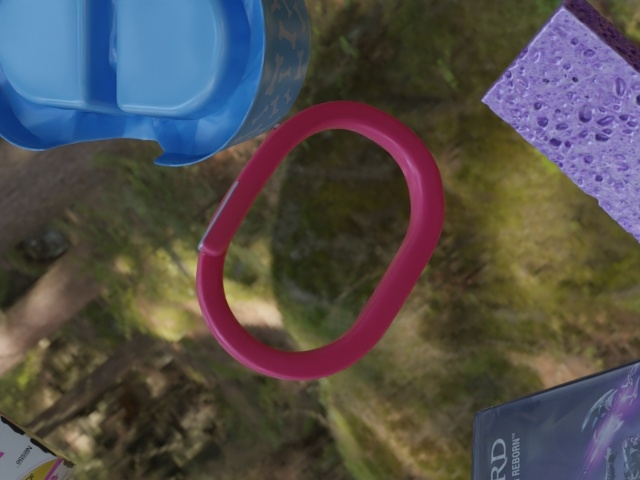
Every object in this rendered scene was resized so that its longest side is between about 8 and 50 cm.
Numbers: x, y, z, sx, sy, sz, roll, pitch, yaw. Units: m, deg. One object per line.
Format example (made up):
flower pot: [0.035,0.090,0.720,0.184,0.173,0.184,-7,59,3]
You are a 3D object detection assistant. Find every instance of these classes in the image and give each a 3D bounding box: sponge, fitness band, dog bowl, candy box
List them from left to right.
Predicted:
candy box: [-0.434,0.266,1.464,0.233,0.159,0.071,30,169,15]
dog bowl: [-0.132,-0.143,0.868,0.297,0.166,0.074,8,-169,37]
fitness band: [0.000,0.000,1.228,0.209,0.291,0.054,34,168,-8]
sponge: [0.235,-0.082,0.951,0.210,0.117,0.031,42,-134,0]

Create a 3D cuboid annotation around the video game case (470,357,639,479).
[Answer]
video game case: [0.159,0.133,0.495,0.026,0.274,0.196,22,-122,-29]
